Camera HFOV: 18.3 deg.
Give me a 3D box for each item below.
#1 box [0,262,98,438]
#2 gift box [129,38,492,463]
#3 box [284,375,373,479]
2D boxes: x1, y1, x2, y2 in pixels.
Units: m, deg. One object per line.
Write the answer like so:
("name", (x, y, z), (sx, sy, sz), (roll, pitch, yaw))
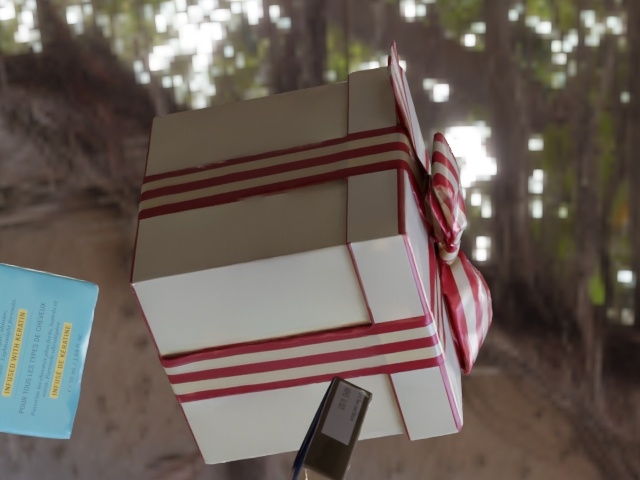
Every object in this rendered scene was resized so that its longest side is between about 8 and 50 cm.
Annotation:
("box", (-0.237, 0.051, 1.133), (0.060, 0.101, 0.244), (8, 176, 38))
("gift box", (0.000, 0.000, 1.658), (0.258, 0.255, 0.276), (-9, -135, 10))
("box", (-0.030, 0.216, 1.354), (0.036, 0.225, 0.136), (26, -156, -1))
